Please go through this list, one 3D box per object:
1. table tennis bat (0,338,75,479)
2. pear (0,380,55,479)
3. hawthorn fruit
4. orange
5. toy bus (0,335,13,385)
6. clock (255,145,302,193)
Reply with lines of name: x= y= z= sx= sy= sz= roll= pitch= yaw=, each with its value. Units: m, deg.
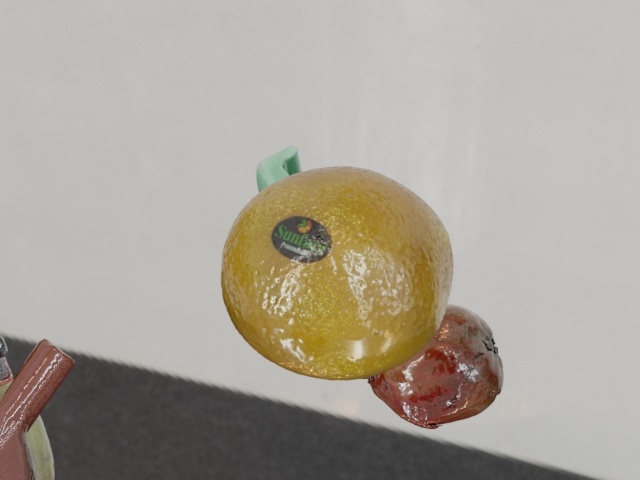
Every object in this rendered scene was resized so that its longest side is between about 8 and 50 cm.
table tennis bat: x=-0.433 y=0.304 z=1.444 sx=0.268 sy=0.415 sz=0.051 roll=22 pitch=161 yaw=37
pear: x=-0.662 y=0.397 z=2.180 sx=0.352 sy=0.352 sz=0.413 roll=-47 pitch=66 yaw=43
hawthorn fruit: x=0.153 y=0.190 z=1.781 sx=0.235 sy=0.181 sz=0.181 roll=-13 pitch=121 yaw=17
orange: x=0.018 y=0.033 z=1.209 sx=0.236 sy=0.236 sz=0.236 roll=13 pitch=131 yaw=15
toy bus: x=-0.470 y=0.113 z=1.610 sx=0.192 sy=0.065 sz=0.077 roll=67 pitch=161 yaw=8
clock: x=0.000 y=0.000 z=1.433 sx=0.211 sy=0.066 sz=0.159 roll=51 pitch=162 yaw=35
